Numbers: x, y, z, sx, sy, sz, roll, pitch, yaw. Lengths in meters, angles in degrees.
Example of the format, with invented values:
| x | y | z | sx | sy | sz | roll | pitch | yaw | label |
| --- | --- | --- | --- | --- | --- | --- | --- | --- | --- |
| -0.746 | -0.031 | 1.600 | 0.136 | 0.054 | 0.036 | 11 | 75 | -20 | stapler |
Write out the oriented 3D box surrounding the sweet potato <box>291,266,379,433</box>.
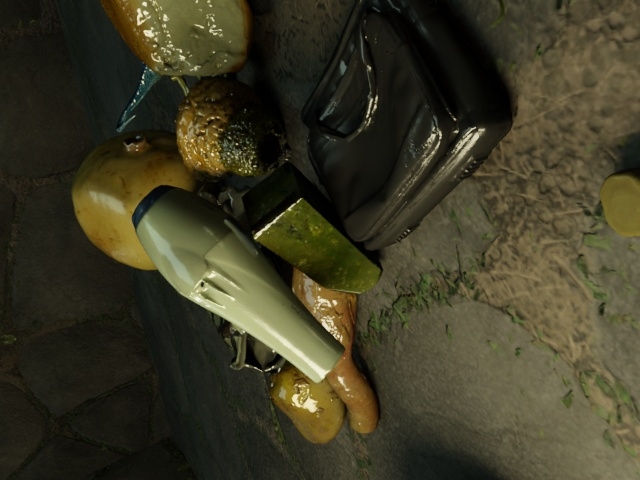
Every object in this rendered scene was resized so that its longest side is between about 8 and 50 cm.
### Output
| x | y | z | sx | sy | sz | roll | pitch | yaw | label |
| --- | --- | --- | --- | --- | --- | --- | --- | --- | --- |
| 0.020 | 0.144 | 0.861 | 0.109 | 0.109 | 0.386 | 5 | 111 | 60 | sweet potato |

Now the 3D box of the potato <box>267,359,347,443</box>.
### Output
| x | y | z | sx | sy | sz | roll | pitch | yaw | label |
| --- | --- | --- | --- | --- | --- | --- | --- | --- | --- |
| -0.017 | 0.289 | 1.001 | 0.137 | 0.137 | 0.176 | 21 | 146 | 55 | potato |

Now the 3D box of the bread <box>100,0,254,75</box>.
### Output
| x | y | z | sx | sy | sz | roll | pitch | yaw | label |
| --- | --- | --- | --- | --- | --- | --- | --- | --- | --- |
| -0.231 | -0.398 | 0.851 | 0.250 | 0.224 | 0.279 | 44 | 152 | 50 | bread |

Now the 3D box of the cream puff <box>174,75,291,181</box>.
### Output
| x | y | z | sx | sy | sz | roll | pitch | yaw | label |
| --- | --- | --- | --- | --- | --- | --- | --- | --- | --- |
| -0.128 | -0.171 | 0.904 | 0.168 | 0.183 | 0.184 | 20 | 128 | 24 | cream puff |

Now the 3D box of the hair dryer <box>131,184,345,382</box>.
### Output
| x | y | z | sx | sy | sz | roll | pitch | yaw | label |
| --- | --- | --- | --- | --- | --- | --- | --- | --- | --- |
| -0.061 | 0.046 | 0.704 | 0.119 | 0.298 | 0.296 | -47 | 70 | 27 | hair dryer |

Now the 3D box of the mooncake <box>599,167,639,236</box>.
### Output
| x | y | z | sx | sy | sz | roll | pitch | yaw | label |
| --- | --- | --- | --- | --- | --- | --- | --- | --- | --- |
| 0.318 | -0.009 | 0.285 | 0.346 | 0.057 | 0.150 | 34 | 147 | 45 | mooncake |

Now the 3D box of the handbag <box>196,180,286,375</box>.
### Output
| x | y | z | sx | sy | sz | roll | pitch | yaw | label |
| --- | --- | --- | --- | --- | --- | --- | --- | --- | --- |
| -0.147 | 0.071 | 0.990 | 0.327 | 0.162 | 0.326 | 140 | 111 | -80 | handbag |

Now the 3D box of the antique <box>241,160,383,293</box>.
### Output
| x | y | z | sx | sy | sz | roll | pitch | yaw | label |
| --- | --- | --- | --- | --- | --- | --- | --- | --- | --- |
| 0.000 | 0.000 | 0.713 | 0.221 | 0.080 | 0.081 | 41 | -161 | -43 | antique |

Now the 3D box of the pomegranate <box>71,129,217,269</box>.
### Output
| x | y | z | sx | sy | sz | roll | pitch | yaw | label |
| --- | --- | --- | --- | --- | --- | --- | --- | --- | --- |
| -0.406 | -0.100 | 1.257 | 0.332 | 0.332 | 0.333 | 38 | 138 | 45 | pomegranate |

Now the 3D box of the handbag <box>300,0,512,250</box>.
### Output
| x | y | z | sx | sy | sz | roll | pitch | yaw | label |
| --- | --- | --- | --- | --- | --- | --- | --- | --- | --- |
| 0.070 | -0.140 | 0.625 | 0.244 | 0.088 | 0.275 | 66 | 153 | 18 | handbag |

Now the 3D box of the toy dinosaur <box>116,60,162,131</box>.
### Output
| x | y | z | sx | sy | sz | roll | pitch | yaw | label |
| --- | --- | --- | --- | --- | --- | --- | --- | --- | --- |
| -0.315 | -0.379 | 1.079 | 0.076 | 0.363 | 0.147 | 27 | -175 | 3 | toy dinosaur |

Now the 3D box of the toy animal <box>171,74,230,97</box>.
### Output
| x | y | z | sx | sy | sz | roll | pitch | yaw | label |
| --- | --- | --- | --- | --- | --- | --- | --- | --- | --- |
| -0.206 | -0.280 | 1.058 | 0.181 | 0.073 | 0.136 | 0 | 115 | 48 | toy animal |
